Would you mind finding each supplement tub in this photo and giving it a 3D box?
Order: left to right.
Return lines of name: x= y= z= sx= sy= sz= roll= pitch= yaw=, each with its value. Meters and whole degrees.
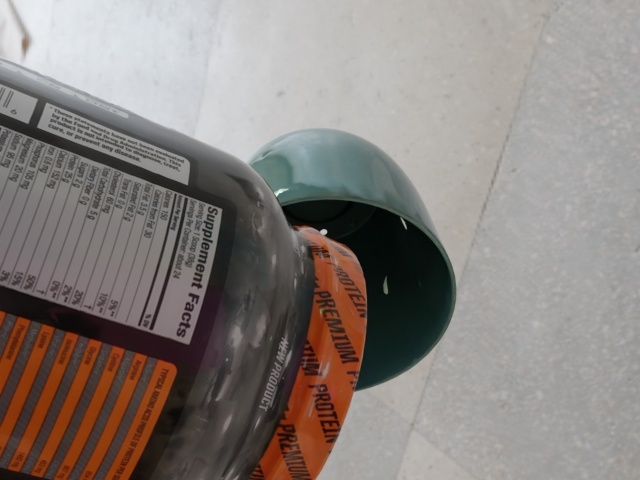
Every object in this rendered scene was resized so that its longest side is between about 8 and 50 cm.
supplement tub: x=-0.161 y=0.019 z=0.393 sx=0.207 sy=0.337 sz=0.207 roll=-50 pitch=27 yaw=38

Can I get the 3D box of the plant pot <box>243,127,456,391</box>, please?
plant pot: x=0.000 y=0.000 z=0.983 sx=0.293 sy=0.292 sz=0.235 roll=-58 pitch=21 yaw=33
